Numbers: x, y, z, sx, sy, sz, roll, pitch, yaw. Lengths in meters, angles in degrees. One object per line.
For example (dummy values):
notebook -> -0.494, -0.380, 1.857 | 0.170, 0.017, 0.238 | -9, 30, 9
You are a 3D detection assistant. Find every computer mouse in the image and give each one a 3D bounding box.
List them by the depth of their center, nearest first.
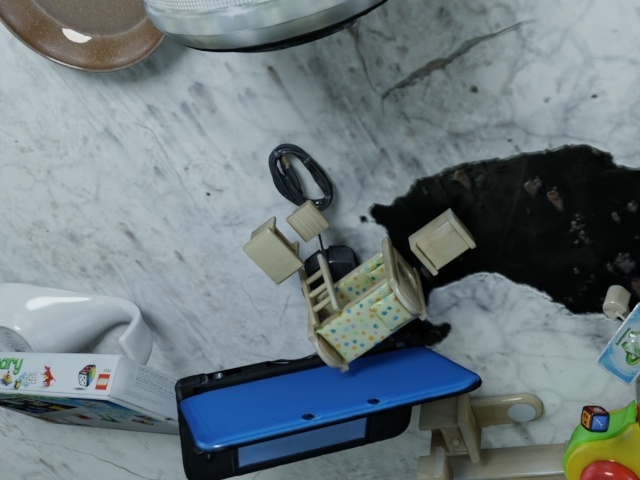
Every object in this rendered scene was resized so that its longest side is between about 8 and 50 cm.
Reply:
computer mouse -> 0.000, 0.000, 0.903 | 0.071, 0.041, 0.242 | -15, 117, 8

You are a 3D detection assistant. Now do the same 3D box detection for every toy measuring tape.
toy measuring tape -> 0.325, 0.206, 0.944 | 0.121, 0.121, 0.330 | -11, 111, 22

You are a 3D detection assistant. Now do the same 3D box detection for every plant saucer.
plant saucer -> -0.221, -0.251, 0.753 | 0.198, 0.036, 0.199 | 7, 130, 8

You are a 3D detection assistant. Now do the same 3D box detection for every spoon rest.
spoon rest -> -0.322, 0.111, 1.052 | 0.276, 0.084, 0.137 | 2, 128, 29

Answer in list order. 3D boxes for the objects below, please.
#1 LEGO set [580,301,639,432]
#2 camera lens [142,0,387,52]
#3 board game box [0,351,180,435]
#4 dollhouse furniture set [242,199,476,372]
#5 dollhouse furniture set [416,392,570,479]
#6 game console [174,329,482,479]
LEGO set -> 0.373, 0.114, 0.847 | 0.182, 0.060, 0.244 | 34, 95, -14
camera lens -> -0.052, -0.285, 0.565 | 0.219, 0.219, 0.274 | -5, 126, 17
board game box -> -0.296, 0.190, 1.023 | 0.305, 0.053, 0.193 | -3, 154, 32
dollhouse furniture set -> 0.041, 0.014, 0.829 | 0.182, 0.101, 0.161 | -37, 111, 17
dollhouse furniture set -> 0.223, 0.403, 0.958 | 0.173, 0.356, 0.303 | -11, 124, 20
game console -> 0.000, 0.213, 0.907 | 0.292, 0.173, 0.250 | -9, 129, -15
